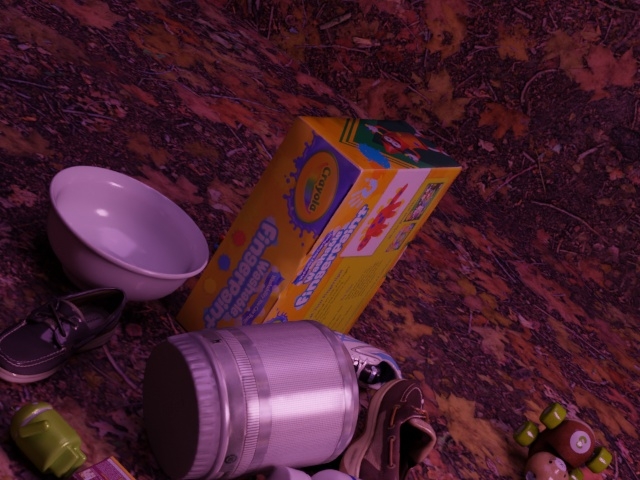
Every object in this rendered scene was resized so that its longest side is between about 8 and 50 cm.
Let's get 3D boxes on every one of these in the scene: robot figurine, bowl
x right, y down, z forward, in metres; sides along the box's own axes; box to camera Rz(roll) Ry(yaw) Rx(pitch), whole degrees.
[{"bbox_3d":[-0.364,0.261,1.424,0.115,0.067,0.101,42,-3,19],"label":"robot figurine"},{"bbox_3d":[-0.350,0.013,1.842,0.298,0.134,0.298,27,23,-13],"label":"bowl"}]

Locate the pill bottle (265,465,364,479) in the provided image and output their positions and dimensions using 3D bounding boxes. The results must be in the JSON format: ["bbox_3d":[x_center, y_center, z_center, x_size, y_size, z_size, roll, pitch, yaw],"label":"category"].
[{"bbox_3d":[0.045,0.419,1.543,0.272,0.152,0.152,24,25,-21],"label":"pill bottle"}]

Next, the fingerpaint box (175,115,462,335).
[{"bbox_3d":[0.000,0.000,1.928,0.163,0.444,0.371,43,25,22],"label":"fingerpaint box"}]

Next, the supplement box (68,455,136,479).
[{"bbox_3d":[-0.291,0.328,1.419,0.055,0.043,0.083,42,24,18],"label":"supplement box"}]

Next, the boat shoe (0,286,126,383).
[{"bbox_3d":[-0.391,0.129,1.612,0.103,0.092,0.285,40,24,14],"label":"boat shoe"}]

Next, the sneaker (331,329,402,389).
[{"bbox_3d":[0.059,0.227,2.004,0.237,0.085,0.086,19,7,-37],"label":"sneaker"}]

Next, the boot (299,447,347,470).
[{"bbox_3d":[-0.010,0.293,1.823,0.263,0.091,0.229,3,43,-43],"label":"boot"}]

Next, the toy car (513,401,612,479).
[{"bbox_3d":[0.449,0.437,2.069,0.155,0.149,0.188,44,35,-1],"label":"toy car"}]

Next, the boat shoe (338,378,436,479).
[{"bbox_3d":[0.137,0.336,1.803,0.123,0.123,0.342,-6,15,23],"label":"boat shoe"}]

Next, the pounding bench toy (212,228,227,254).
[{"bbox_3d":[-0.172,0.027,2.147,0.065,0.052,0.083,16,29,-35],"label":"pounding bench toy"}]

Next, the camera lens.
[{"bbox_3d":[-0.097,0.233,1.584,0.274,0.219,0.219,-3,40,-32],"label":"camera lens"}]
